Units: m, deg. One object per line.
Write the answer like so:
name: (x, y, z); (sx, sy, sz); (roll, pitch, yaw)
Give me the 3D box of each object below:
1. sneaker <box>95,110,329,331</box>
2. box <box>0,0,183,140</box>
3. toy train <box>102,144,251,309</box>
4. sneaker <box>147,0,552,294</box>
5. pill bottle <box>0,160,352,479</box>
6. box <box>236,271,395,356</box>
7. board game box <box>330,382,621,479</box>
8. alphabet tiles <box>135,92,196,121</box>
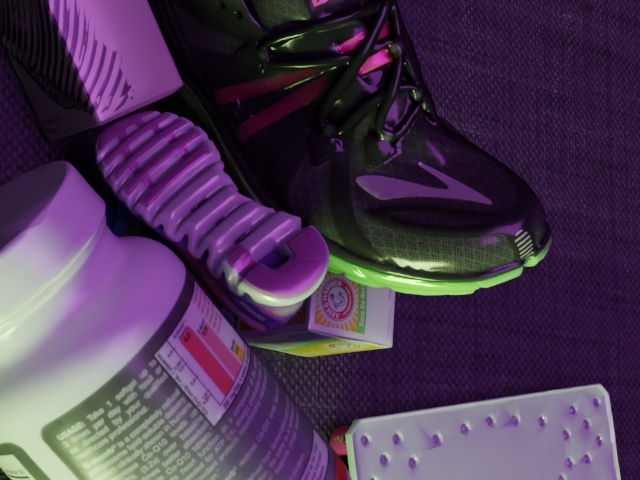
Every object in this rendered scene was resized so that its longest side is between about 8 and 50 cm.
sneaker: (-0.095, -0.009, 1.217); (0.095, 0.104, 0.236); (-39, 67, -25)
box: (-0.224, -0.228, 1.235); (0.094, 0.113, 0.275); (-30, 101, -33)
toy train: (-0.112, -0.073, 1.326); (0.143, 0.105, 0.248); (21, 68, -23)
sneaker: (-0.003, -0.142, 1.234); (0.483, 0.202, 0.185); (43, 54, 10)
pill bottle: (-0.151, 0.129, 1.171); (0.363, 0.210, 0.210); (54, 53, -21)
box: (0.000, 0.000, 1.393); (0.103, 0.114, 0.203); (15, 74, -38)
board game box: (0.180, 0.358, 1.529); (0.390, 0.050, 0.390); (-2, 84, -41)
alphabet tiles: (-0.113, -0.204, 1.402); (0.198, 0.009, 0.237); (54, 53, -21)
